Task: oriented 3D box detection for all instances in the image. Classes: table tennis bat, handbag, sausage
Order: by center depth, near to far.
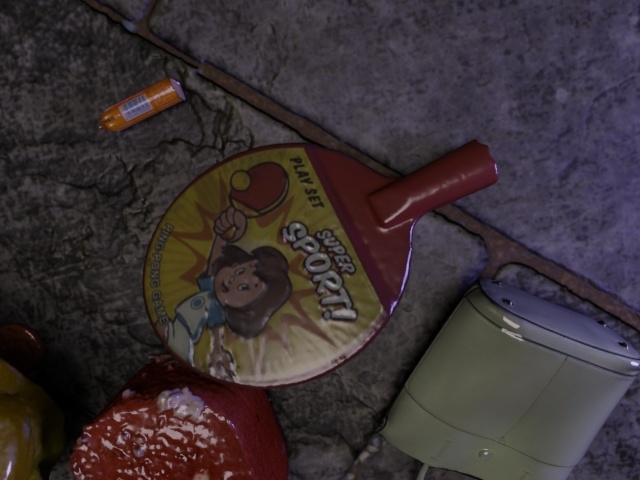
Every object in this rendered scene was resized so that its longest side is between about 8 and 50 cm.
[{"bbox_3d":[0.000,0.000,0.523,0.415,0.051,0.267,-25,77,-1],"label":"table tennis bat"},{"bbox_3d":[-0.211,-0.154,0.544,0.107,0.031,0.031,-23,97,6],"label":"sausage"},{"bbox_3d":[0.209,0.212,0.572,0.242,0.109,0.315,22,112,0],"label":"handbag"}]

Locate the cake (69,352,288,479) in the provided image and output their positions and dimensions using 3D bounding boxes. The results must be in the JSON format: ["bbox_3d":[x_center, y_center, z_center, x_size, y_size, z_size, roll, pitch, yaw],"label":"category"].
[{"bbox_3d":[-0.140,0.266,0.546,0.177,0.151,0.282,-20,99,9],"label":"cake"}]

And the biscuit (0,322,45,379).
[{"bbox_3d":[-0.402,0.150,0.608,0.091,0.015,0.078,-35,95,7],"label":"biscuit"}]

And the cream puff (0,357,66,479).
[{"bbox_3d":[-0.455,0.201,0.455,0.379,0.378,0.275,-9,81,4],"label":"cream puff"}]
